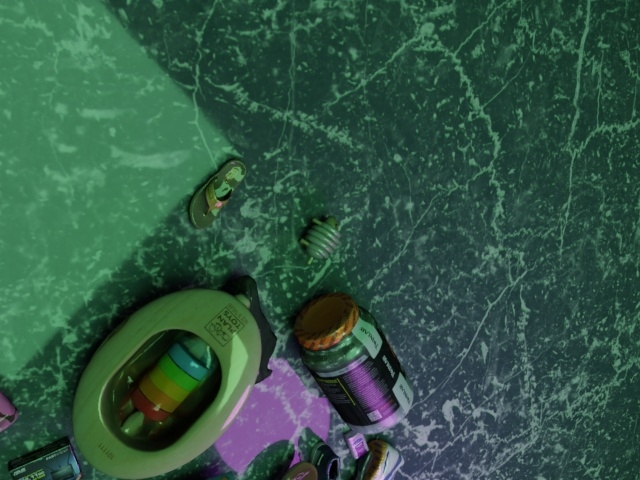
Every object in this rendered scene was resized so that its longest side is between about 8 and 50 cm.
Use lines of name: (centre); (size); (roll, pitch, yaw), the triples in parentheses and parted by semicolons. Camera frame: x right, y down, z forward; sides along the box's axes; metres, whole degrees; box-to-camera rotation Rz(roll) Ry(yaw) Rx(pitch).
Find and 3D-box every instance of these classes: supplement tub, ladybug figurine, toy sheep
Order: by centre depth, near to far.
ladybug figurine: (-0.305, 0.283, 1.221); (0.449, 0.162, 0.305); (-44, 91, -3)
toy sheep: (0.000, 0.000, 1.413); (0.091, 0.091, 0.132); (34, 85, -33)
supplement tub: (0.081, 0.306, 1.466); (0.207, 0.207, 0.338); (-39, 120, -17)

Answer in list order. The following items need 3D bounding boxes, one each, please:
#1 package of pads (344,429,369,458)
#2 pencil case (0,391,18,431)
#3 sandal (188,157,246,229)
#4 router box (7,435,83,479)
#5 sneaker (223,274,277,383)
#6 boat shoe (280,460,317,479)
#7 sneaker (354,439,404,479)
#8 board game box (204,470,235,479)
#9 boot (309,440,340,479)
package of pads: (0.101, 0.568, 1.648); (0.050, 0.032, 0.083); (-28, 115, -19)
pencil case: (-0.666, 0.288, 1.087); (0.209, 0.095, 0.098); (60, 40, -27)
sandal: (-0.220, -0.103, 1.274); (0.072, 0.049, 0.180); (43, 79, -31)
router box: (-0.571, 0.480, 1.221); (0.122, 0.038, 0.092); (-21, 112, -25)
sneaker: (-0.165, 0.212, 1.371); (0.130, 0.109, 0.286); (-11, 115, -38)
boat shoe: (-0.115, 0.706, 1.520); (0.109, 0.098, 0.302); (33, 79, -23)
sneaker: (0.143, 0.724, 1.667); (0.131, 0.112, 0.296); (34, 85, -33)
board game box: (-0.312, 0.738, 1.383); (0.253, 0.079, 0.336); (-10, 115, -24)
boot: (0.004, 0.648, 1.579); (0.069, 0.086, 0.190); (0, 102, -31)
